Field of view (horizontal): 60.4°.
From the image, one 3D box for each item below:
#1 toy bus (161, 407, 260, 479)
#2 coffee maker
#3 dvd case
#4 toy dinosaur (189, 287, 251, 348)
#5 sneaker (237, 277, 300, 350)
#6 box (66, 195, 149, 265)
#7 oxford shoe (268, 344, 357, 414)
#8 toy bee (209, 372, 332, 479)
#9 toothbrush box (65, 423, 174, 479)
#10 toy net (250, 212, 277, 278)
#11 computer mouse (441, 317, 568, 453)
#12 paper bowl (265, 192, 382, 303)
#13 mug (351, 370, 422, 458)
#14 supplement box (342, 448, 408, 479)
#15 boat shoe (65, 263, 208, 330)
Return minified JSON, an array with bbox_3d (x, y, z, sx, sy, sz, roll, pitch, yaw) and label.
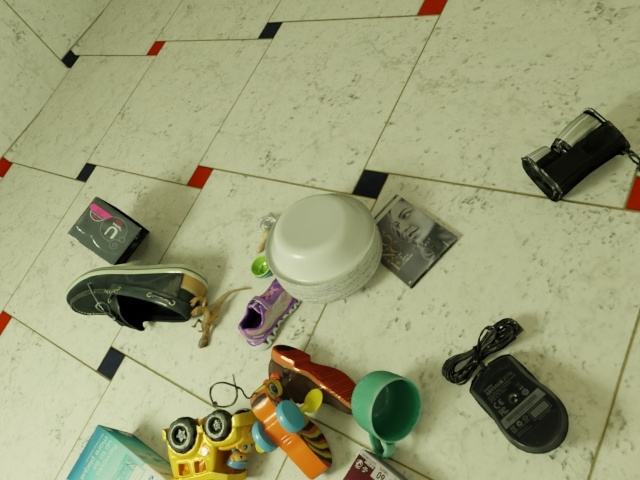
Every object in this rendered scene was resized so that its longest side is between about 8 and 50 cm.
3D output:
[{"bbox_3d":[-0.235,0.499,1.255,0.220,0.149,0.211,-19,67,18],"label":"toy bus"},{"bbox_3d":[0.556,-0.170,1.183,0.178,0.120,0.171,-40,50,5],"label":"coffee maker"},{"bbox_3d":[0.206,-0.004,1.363,0.164,0.018,0.221,-47,49,-1],"label":"dvd case"},{"bbox_3d":[-0.297,0.190,1.512,0.064,0.112,0.211,24,82,53],"label":"toy dinosaur"},{"bbox_3d":[-0.131,0.164,1.410,0.095,0.104,0.236,20,73,39],"label":"sneaker"},{"bbox_3d":[-0.654,-0.025,1.721,0.143,0.165,0.270,-55,10,-8],"label":"box"},{"bbox_3d":[-0.012,0.337,1.259,0.271,0.097,0.098,24,103,38],"label":"oxford shoe"},{"bbox_3d":[-0.083,0.362,1.189,0.195,0.298,0.162,-21,18,12],"label":"toy bee"},{"bbox_3d":[-0.476,0.617,1.330,0.296,0.126,0.216,18,73,36],"label":"toothbrush box"},{"bbox_3d":[-0.139,0.001,1.552,0.122,0.045,0.232,-22,53,19],"label":"toy net"},{"bbox_3d":[0.373,0.292,1.053,0.188,0.072,0.272,-40,37,7],"label":"computer mouse"},{"bbox_3d":[0.000,0.000,1.351,0.284,0.148,0.284,-12,50,15],"label":"paper bowl"},{"bbox_3d":[0.120,0.345,1.125,0.157,0.129,0.097,-55,26,-15],"label":"mug"},{"bbox_3d":[0.076,0.550,1.069,0.130,0.073,0.239,27,79,39],"label":"supplement box"},{"bbox_3d":[-0.563,0.178,1.617,0.501,0.186,0.156,-6,53,22],"label":"boat shoe"}]
